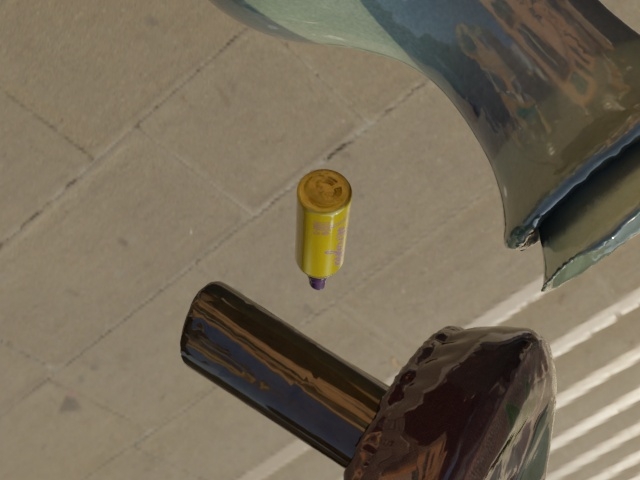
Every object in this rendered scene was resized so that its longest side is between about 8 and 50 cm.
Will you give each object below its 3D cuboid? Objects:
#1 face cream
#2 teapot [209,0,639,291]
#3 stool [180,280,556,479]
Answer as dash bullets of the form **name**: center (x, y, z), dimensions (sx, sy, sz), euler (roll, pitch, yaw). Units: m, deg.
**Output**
- **face cream**: center (0.000, 0.000, 1.370), dimensions (0.078, 0.078, 0.273), euler (-6, 150, -6)
- **teapot**: center (0.059, -0.109, 0.379), dimensions (0.183, 0.251, 0.183), euler (-34, 165, -10)
- **stool**: center (0.012, 0.159, 0.512), dimensions (0.178, 0.272, 0.272), euler (15, 135, 26)
